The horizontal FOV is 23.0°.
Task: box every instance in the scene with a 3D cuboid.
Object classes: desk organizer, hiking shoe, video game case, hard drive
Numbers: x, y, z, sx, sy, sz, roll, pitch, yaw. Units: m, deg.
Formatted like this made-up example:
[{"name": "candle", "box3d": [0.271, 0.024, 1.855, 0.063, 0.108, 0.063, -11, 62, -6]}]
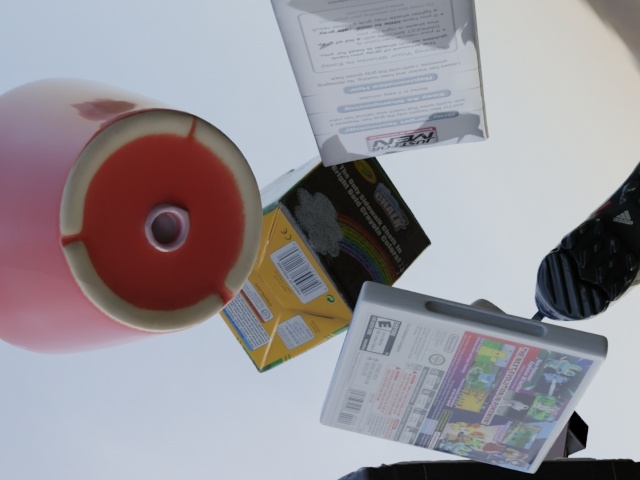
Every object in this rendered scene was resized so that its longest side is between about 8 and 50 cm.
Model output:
[{"name": "desk organizer", "box3d": [0.312, 0.280, 2.055, 0.047, 0.050, 0.130, 48, -146, -20]}, {"name": "hiking shoe", "box3d": [0.339, -0.021, 1.658, 0.113, 0.304, 0.132, 56, 169, 6]}, {"name": "video game case", "box3d": [0.103, 0.109, 1.209, 0.183, 0.201, 0.023, 13, -125, -2]}, {"name": "hard drive", "box3d": [0.153, 0.290, 1.701, 0.339, 0.237, 0.064, 3, -112, -23]}]

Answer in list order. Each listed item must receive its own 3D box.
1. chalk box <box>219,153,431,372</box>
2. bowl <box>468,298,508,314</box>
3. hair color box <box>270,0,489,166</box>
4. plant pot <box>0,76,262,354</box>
[{"name": "chalk box", "box3d": [0.000, 0.000, 1.973, 0.180, 0.179, 0.289, 56, -144, -7]}, {"name": "bowl", "box3d": [0.200, 0.160, 1.942, 0.142, 0.142, 0.053, 42, -149, 24]}, {"name": "hair color box", "box3d": [0.061, -0.215, 1.567, 0.374, 0.185, 0.114, 70, -168, -65]}, {"name": "plant pot", "box3d": [-0.192, -0.019, 1.454, 0.275, 0.275, 0.243, 46, 160, -24]}]
